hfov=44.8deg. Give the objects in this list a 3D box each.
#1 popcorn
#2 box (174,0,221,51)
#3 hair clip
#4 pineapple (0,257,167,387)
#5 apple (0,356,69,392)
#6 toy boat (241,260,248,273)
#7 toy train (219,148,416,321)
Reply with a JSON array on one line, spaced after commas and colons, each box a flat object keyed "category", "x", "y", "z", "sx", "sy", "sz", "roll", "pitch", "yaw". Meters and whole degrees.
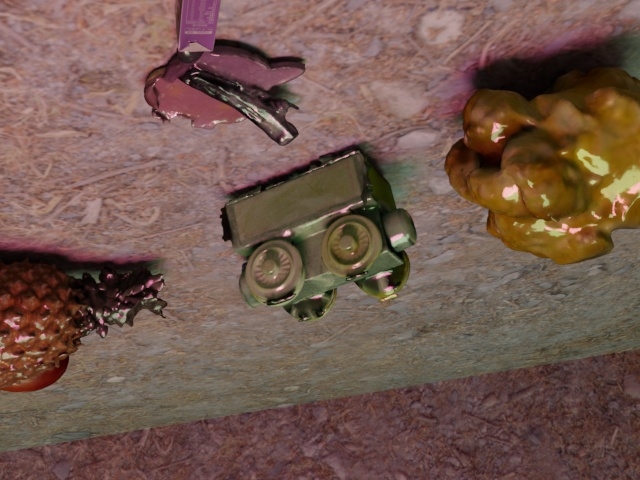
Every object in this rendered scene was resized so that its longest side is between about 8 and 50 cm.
[{"category": "popcorn", "x": 0.289, "y": -0.092, "z": 0.964, "sx": 0.276, "sy": 0.225, "sz": 0.276, "roll": -9, "pitch": 125, "yaw": -12}, {"category": "box", "x": -0.109, "y": -0.223, "z": 0.694, "sx": 0.036, "sy": 0.051, "sz": 0.117, "roll": -3, "pitch": 154, "yaw": -15}, {"category": "hair clip", "x": -0.104, "y": -0.161, "z": 0.858, "sx": 0.187, "sy": 0.056, "sz": 0.146, "roll": 19, "pitch": 146, "yaw": -35}, {"category": "pineapple", "x": -0.413, "y": 0.117, "z": 1.195, "sx": 0.362, "sy": 0.202, "sz": 0.202, "roll": -7, "pitch": 159, "yaw": -29}, {"category": "apple", "x": -0.517, "y": 0.180, "z": 1.318, "sx": 0.158, "sy": 0.156, "sz": 0.147, "roll": -12, "pitch": -155, "yaw": -38}, {"category": "toy boat", "x": -0.068, "y": 0.036, "z": 1.329, "sx": 0.140, "sy": 0.059, "sz": 0.066, "roll": -9, "pitch": 131, "yaw": -1}, {"category": "toy train", "x": 0.000, "y": 0.000, "z": 1.098, "sx": 0.271, "sy": 0.188, "sz": 0.159, "roll": -21, "pitch": 156, "yaw": 18}]
